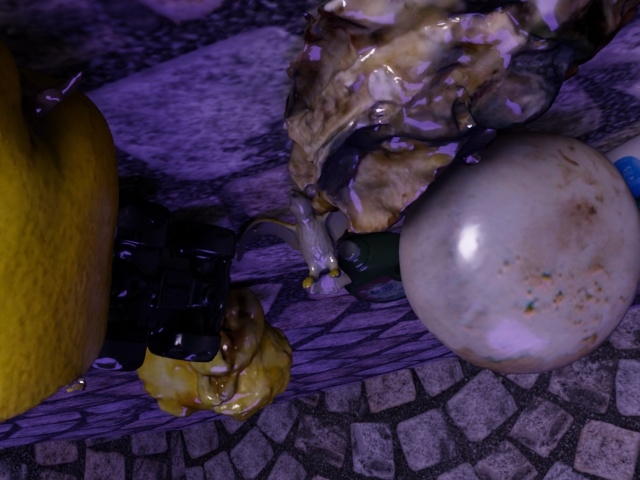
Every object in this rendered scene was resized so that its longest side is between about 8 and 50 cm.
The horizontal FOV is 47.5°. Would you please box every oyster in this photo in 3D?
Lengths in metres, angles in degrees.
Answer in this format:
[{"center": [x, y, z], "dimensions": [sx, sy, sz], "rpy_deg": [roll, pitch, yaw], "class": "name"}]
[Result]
[{"center": [0.063, -0.096, 0.502], "dimensions": [0.221, 0.096, 0.361], "rpy_deg": [10, 151, -36], "class": "oyster"}]

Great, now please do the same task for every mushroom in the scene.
[{"center": [0.185, 0.009, 0.735], "dimensions": [0.244, 0.243, 0.243], "rpy_deg": [-11, 163, -3], "class": "mushroom"}]

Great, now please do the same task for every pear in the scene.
[{"center": [-0.210, -0.036, 0.389], "dimensions": [0.267, 0.267, 0.178], "rpy_deg": [6, 124, -45], "class": "pear"}]

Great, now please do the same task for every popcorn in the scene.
[{"center": [-0.147, 0.153, 1.056], "dimensions": [0.200, 0.226, 0.203], "rpy_deg": [-48, 161, -61], "class": "popcorn"}]

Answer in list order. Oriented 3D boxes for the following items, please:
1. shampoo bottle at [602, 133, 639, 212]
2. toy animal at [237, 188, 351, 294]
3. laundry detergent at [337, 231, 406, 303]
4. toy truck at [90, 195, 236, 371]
[{"center": [0.364, -0.077, 0.750], "dimensions": [0.092, 0.092, 0.303], "rpy_deg": [0, 161, -33], "class": "shampoo bottle"}, {"center": [0.000, 0.000, 0.753], "dimensions": [0.219, 0.095, 0.155], "rpy_deg": [-15, 167, 7], "class": "toy animal"}, {"center": [0.084, 0.028, 0.959], "dimensions": [0.137, 0.063, 0.211], "rpy_deg": [-21, 159, 18], "class": "laundry detergent"}, {"center": [-0.194, 0.038, 0.704], "dimensions": [0.165, 0.147, 0.224], "rpy_deg": [6, 176, 28], "class": "toy truck"}]
